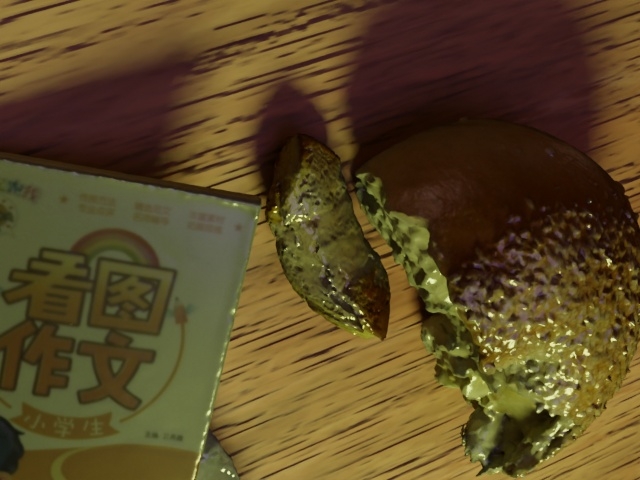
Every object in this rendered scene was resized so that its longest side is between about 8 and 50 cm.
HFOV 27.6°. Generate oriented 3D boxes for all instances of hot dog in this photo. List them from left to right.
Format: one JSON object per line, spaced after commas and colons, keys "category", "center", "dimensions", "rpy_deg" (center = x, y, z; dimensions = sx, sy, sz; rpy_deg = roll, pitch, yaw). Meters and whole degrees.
{"category": "hot dog", "center": [-0.001, 0.001, 0.952], "dimensions": [0.078, 0.061, 0.169], "rpy_deg": [-38, 113, -49]}

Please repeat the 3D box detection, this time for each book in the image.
{"category": "book", "center": [-0.171, 0.089, 0.886], "dimensions": [0.207, 0.020, 0.296], "rpy_deg": [9, 111, -13]}

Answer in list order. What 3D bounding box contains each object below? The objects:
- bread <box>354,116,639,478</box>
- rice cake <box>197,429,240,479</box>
{"category": "bread", "center": [0.166, 0.039, 1.006], "dimensions": [0.192, 0.171, 0.314], "rpy_deg": [-29, 127, -11]}
{"category": "rice cake", "center": [-0.065, 0.297, 1.072], "dimensions": [0.070, 0.064, 0.399], "rpy_deg": [-31, 127, -20]}
